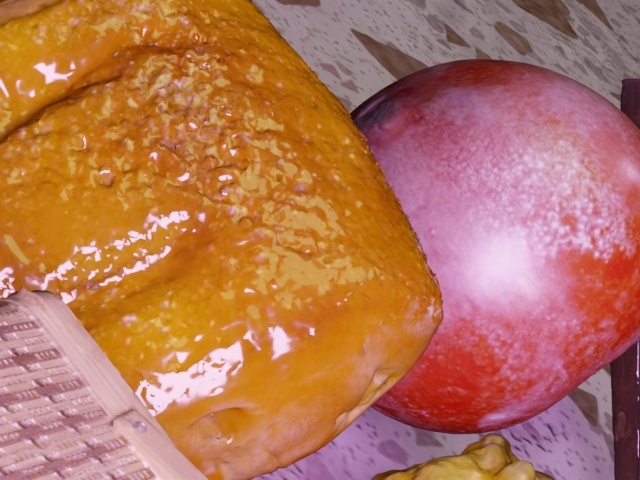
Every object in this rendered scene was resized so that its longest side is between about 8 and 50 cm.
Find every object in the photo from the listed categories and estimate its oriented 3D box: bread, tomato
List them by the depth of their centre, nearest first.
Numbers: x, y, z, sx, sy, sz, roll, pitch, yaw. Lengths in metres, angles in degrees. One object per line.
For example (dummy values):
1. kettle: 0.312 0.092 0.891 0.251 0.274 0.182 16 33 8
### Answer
1. bread: -0.124 -0.007 0.998 0.337 0.328 0.148 59 -13 23
2. tomato: 0.102 -0.004 1.233 0.227 0.270 0.270 50 20 -26

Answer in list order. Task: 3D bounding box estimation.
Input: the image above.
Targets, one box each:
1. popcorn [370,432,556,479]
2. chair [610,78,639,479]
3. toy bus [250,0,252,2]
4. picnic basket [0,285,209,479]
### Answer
1. popcorn: 0.110 0.208 1.178 0.198 0.155 0.197 23 21 -9
2. chair: 0.207 0.080 1.503 0.241 0.416 0.203 3 1 36
3. toy bus: -0.104 -0.265 1.746 0.037 0.052 0.130 22 33 -42
4. picnic basket: -0.130 0.207 0.770 0.313 0.228 0.175 48 29 18
